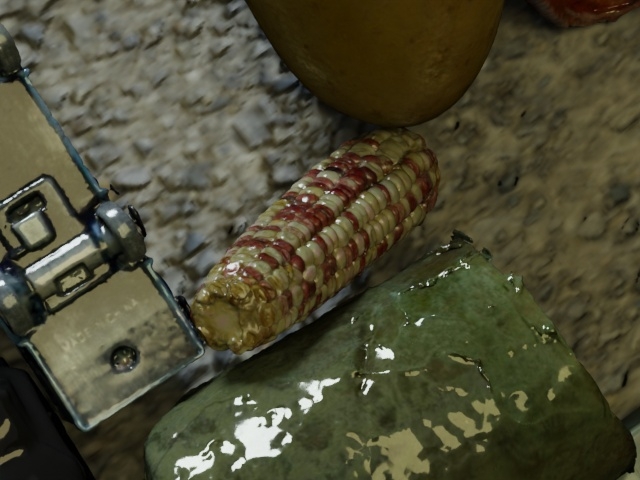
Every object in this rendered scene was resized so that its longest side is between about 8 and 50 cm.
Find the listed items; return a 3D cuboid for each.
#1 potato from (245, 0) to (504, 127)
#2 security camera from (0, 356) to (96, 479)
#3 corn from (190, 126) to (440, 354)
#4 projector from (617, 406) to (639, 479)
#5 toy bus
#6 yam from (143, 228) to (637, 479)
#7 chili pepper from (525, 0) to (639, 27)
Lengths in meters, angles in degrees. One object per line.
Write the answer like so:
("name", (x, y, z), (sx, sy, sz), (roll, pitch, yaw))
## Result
("potato", (0.039, -0.153, 1.117), (0.178, 0.203, 0.158), (-50, 133, -49))
("security camera", (-0.247, 0.216, 0.983), (0.277, 0.197, 0.191), (-31, 100, -10))
("corn", (0.000, 0.000, 1.081), (0.079, 0.079, 0.237), (50, 41, -3))
("projector", (0.242, 0.192, 1.170), (0.115, 0.061, 0.147), (-33, 91, -17))
("toy bus", (-0.194, -0.028, 1.053), (0.106, 0.131, 0.297), (-33, 91, -14))
("yam", (0.029, 0.139, 1.058), (0.300, 0.195, 0.195), (-31, 91, -16))
("chili pepper", (0.205, -0.315, 1.131), (0.229, 0.251, 0.305), (-11, 88, 11))
